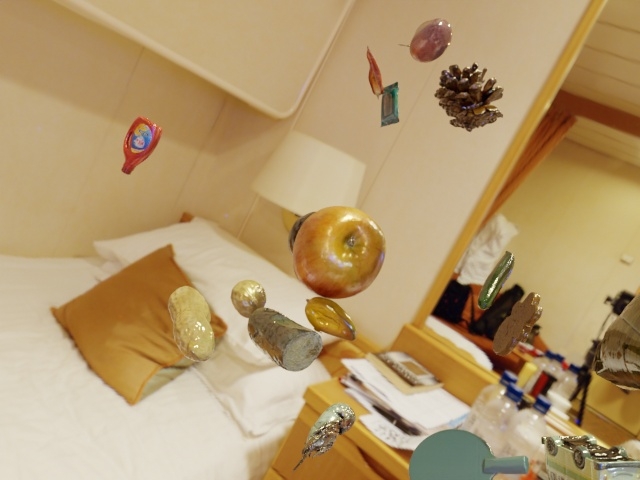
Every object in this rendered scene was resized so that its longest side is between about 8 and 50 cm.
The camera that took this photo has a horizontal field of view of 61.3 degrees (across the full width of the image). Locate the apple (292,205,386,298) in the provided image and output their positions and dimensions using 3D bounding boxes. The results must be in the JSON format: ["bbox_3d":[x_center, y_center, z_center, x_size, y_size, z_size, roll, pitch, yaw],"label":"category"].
[{"bbox_3d":[0.058,0.034,1.580,0.285,0.286,0.233,26,-17,-7],"label":"apple"}]

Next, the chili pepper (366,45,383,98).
[{"bbox_3d":[0.173,-0.543,1.743,0.045,0.027,0.178,16,-43,46],"label":"chili pepper"}]

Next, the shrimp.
[{"bbox_3d":[0.003,0.501,1.367,0.079,0.090,0.233,38,52,18],"label":"shrimp"}]

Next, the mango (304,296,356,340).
[{"bbox_3d":[0.029,0.223,1.548,0.187,0.101,0.066,29,30,24],"label":"mango"}]

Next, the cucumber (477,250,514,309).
[{"bbox_3d":[0.521,0.111,1.583,0.056,0.056,0.284,30,45,16],"label":"cucumber"}]

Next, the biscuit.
[{"bbox_3d":[0.624,0.271,1.711,0.039,0.236,0.180,28,35,-2],"label":"biscuit"}]

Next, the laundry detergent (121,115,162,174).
[{"bbox_3d":[-0.522,-0.266,1.534,0.097,0.165,0.049,32,4,14],"label":"laundry detergent"}]

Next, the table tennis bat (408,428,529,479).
[{"bbox_3d":[0.391,0.609,1.456,0.044,0.328,0.215,55,36,-31],"label":"table tennis bat"}]

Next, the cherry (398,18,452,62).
[{"bbox_3d":[0.265,-0.477,1.295,0.087,0.106,0.126,34,9,-22],"label":"cherry"}]

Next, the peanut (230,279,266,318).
[{"bbox_3d":[-0.274,0.220,2.054,0.141,0.109,0.159,62,24,-13],"label":"peanut"}]

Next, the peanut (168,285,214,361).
[{"bbox_3d":[-0.335,0.215,1.413,0.117,0.101,0.263,32,12,-31],"label":"peanut"}]

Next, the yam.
[{"bbox_3d":[-0.110,0.299,1.617,0.154,0.154,0.254,21,-4,-38],"label":"yam"}]

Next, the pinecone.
[{"bbox_3d":[0.389,-0.375,1.414,0.195,0.150,0.179,51,4,8],"label":"pinecone"}]

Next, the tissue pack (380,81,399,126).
[{"bbox_3d":[0.231,-0.446,1.778,0.027,0.138,0.085,11,-11,-36],"label":"tissue pack"}]

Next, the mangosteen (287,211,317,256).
[{"bbox_3d":[-0.006,0.002,2.000,0.216,0.216,0.216,27,9,-4],"label":"mangosteen"}]

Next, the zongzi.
[{"bbox_3d":[0.676,0.153,1.031,0.138,0.300,0.286,34,-7,8],"label":"zongzi"}]

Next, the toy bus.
[{"bbox_3d":[0.716,0.618,1.432,0.133,0.165,0.276,1,-7,-6],"label":"toy bus"}]
